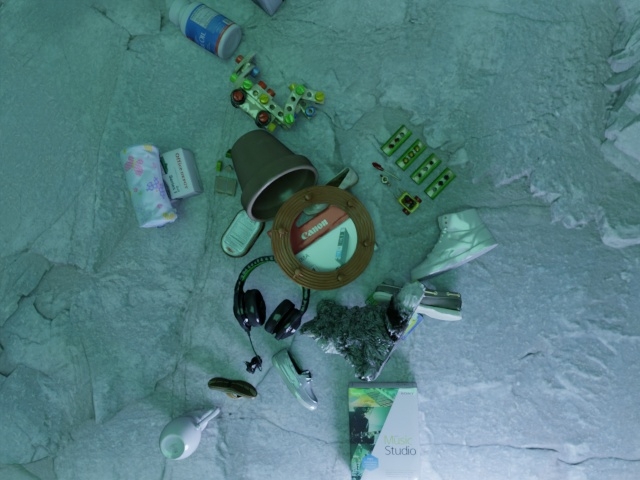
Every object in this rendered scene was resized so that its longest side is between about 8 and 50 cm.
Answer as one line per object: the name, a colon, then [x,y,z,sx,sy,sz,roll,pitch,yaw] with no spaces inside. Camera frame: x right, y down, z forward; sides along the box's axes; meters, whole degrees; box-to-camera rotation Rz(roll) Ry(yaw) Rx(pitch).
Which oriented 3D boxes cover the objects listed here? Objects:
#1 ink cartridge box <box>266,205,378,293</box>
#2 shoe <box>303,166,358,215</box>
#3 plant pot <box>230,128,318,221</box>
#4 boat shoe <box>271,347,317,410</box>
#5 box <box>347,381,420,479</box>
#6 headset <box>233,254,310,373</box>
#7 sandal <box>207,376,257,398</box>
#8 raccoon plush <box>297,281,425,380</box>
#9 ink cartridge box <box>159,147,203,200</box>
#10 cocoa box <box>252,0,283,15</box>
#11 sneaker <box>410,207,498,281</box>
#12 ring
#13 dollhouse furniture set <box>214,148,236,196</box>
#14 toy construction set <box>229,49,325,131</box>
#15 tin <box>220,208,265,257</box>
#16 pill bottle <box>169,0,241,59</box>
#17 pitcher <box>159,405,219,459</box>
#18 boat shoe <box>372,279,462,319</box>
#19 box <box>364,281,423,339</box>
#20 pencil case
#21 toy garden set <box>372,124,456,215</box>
ink cartridge box: [0.000,0.000,1.660,0.296,0.066,0.261,-35,88,7]
shoe: [0.025,-0.165,1.640,0.219,0.058,0.077,-37,61,5]
plant pot: [-0.172,-0.226,1.604,0.263,0.263,0.229,-38,69,7]
boat shoe: [-0.071,0.464,1.677,0.081,0.079,0.227,-40,84,11]
box: [0.213,0.638,1.659,0.232,0.058,0.322,-3,91,7]
headset: [-0.172,0.244,1.642,0.243,0.185,0.395,16,89,9]
sandal: [-0.302,0.518,1.716,0.180,0.072,0.049,9,108,8]
raccoon plush: [0.122,0.212,1.532,0.299,0.216,0.447,32,122,16]
ink cartridge box: [-0.535,-0.209,1.704,0.219,0.092,0.160,-17,90,8]
cocoa box: [-0.235,-0.946,1.572,0.347,0.231,0.228,40,95,4]
sneaker: [0.396,0.010,1.604,0.292,0.108,0.169,-28,74,10]
ring: [0.011,-0.009,1.575,0.336,0.032,0.337,1,86,-7]
dollhouse furniture set: [-0.318,-0.234,1.712,0.076,0.059,0.152,12,113,-1]
toy construction set: [-0.168,-0.481,1.614,0.327,0.151,0.215,38,86,5]
tin: [-0.268,-0.027,1.707,0.106,0.040,0.190,35,96,9]
pill bottle: [-0.385,-0.711,1.654,0.221,0.124,0.124,32,95,6]
pitcher: [-0.435,0.632,1.664,0.177,0.207,0.126,-34,88,6]
boat shoe: [0.311,0.180,1.584,0.304,0.109,0.091,15,70,-12]
box: [0.242,0.231,1.650,0.179,0.043,0.105,42,96,6]
pencil case: [-0.556,-0.175,1.604,0.124,0.113,0.273,-16,92,-3]
toy garden set: [0.286,-0.223,1.625,0.244,0.049,0.204,45,96,4]
